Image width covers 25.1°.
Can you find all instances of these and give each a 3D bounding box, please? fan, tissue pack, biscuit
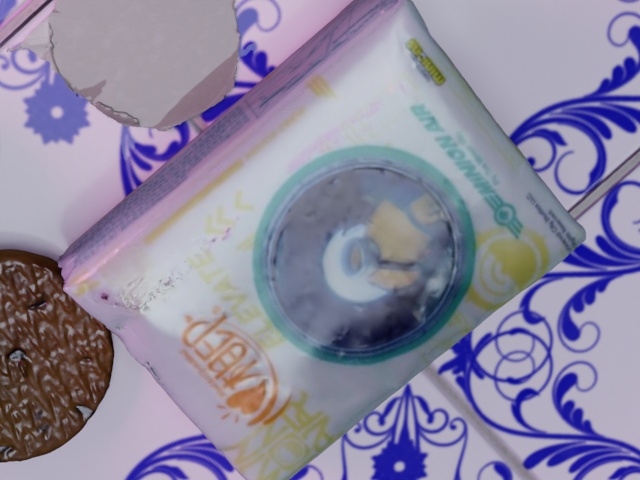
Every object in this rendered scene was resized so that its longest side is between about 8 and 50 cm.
[{"bbox_3d":[-0.224,-0.178,1.292,0.310,0.010,0.182,-8,107,-11],"label":"fan"},{"bbox_3d":[0.000,0.000,1.306,0.388,0.162,0.287,-40,105,3],"label":"tissue pack"},{"bbox_3d":[-0.296,0.109,1.339,0.212,0.036,0.212,-5,107,-18],"label":"biscuit"}]
